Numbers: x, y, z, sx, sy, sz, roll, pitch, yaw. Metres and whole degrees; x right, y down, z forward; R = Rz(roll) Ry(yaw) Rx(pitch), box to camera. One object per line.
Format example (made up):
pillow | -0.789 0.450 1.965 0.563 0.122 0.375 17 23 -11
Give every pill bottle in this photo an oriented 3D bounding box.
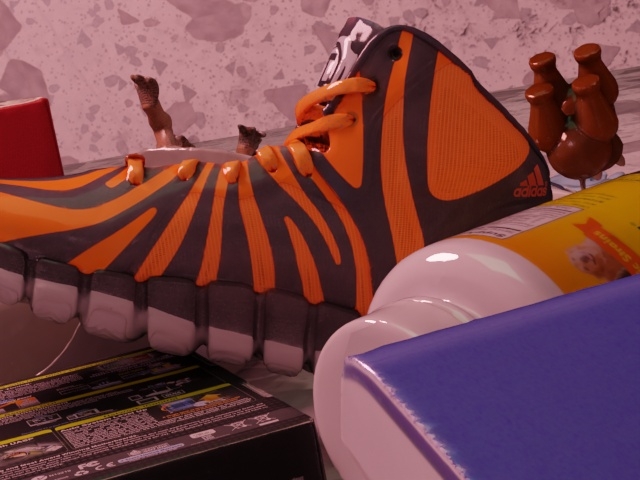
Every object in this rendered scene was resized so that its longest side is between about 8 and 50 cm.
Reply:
pill bottle | 0.100 0.044 0.588 0.215 0.117 0.117 -19 12 -42

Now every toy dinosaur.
toy dinosaur | -0.136 -0.016 1.269 0.127 0.200 0.295 17 -13 5

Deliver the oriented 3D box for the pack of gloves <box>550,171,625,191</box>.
pack of gloves | 0.188 -0.052 1.326 0.195 0.046 0.232 -8 9 17

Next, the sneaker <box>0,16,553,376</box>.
sneaker | -0.036 -0.031 0.691 0.321 0.180 0.124 13 0 -11

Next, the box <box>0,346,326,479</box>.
box | -0.156 0.118 0.608 0.270 0.060 0.216 -13 9 -20

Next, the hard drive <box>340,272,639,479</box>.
hard drive | 0.195 0.060 0.390 0.319 0.040 0.210 -14 34 -23

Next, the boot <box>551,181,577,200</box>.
boot | 0.130 -0.028 1.075 0.190 0.069 0.086 19 8 9

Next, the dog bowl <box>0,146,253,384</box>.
dog bowl | -0.189 0.034 0.905 0.349 0.102 0.349 -8 18 3

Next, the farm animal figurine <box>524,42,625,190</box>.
farm animal figurine | 0.320 -0.071 0.914 0.330 0.172 0.327 -25 29 -5

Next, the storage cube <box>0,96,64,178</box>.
storage cube | -0.311 -0.007 1.139 0.184 0.193 0.215 -14 9 -24
